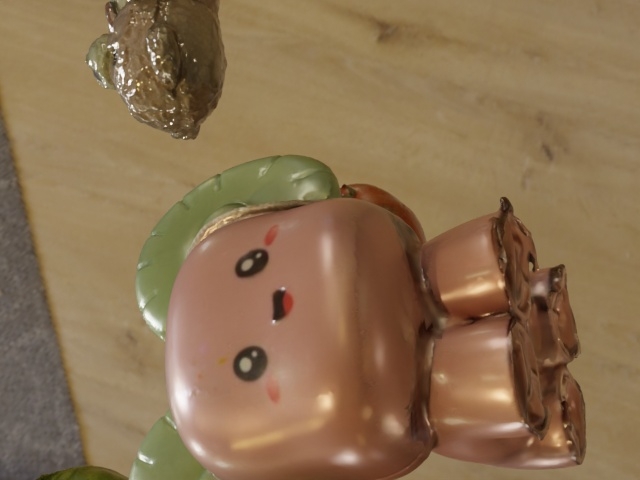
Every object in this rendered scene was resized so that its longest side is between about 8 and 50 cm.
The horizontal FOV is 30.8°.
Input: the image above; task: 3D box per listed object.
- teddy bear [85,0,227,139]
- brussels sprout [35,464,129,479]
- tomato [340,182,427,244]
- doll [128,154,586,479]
[{"bbox_3d":[-0.179,-0.245,1.293,0.151,0.267,0.236,-2,156,4],"label":"teddy bear"},{"bbox_3d":[-0.248,0.322,1.292,0.181,0.139,0.100,15,160,-12],"label":"brussels sprout"},{"bbox_3d":[0.002,-0.002,1.168,0.224,0.225,0.085,8,117,11],"label":"tomato"},{"bbox_3d":[0.007,0.077,0.713,0.268,0.284,0.216,-10,155,24],"label":"doll"}]
